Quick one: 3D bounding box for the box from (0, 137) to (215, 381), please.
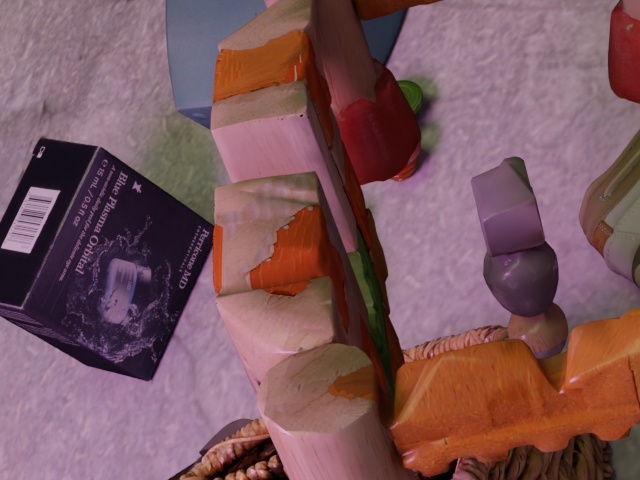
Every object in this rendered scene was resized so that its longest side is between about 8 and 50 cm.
[{"bbox_3d":[-0.196,0.017,1.423,0.093,0.158,0.156,9,70,45],"label":"box"}]

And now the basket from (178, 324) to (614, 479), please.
[{"bbox_3d":[0.023,0.165,1.089,0.299,0.223,0.213,-25,49,28],"label":"basket"}]

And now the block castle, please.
[{"bbox_3d":[0.116,0.001,0.889,0.303,0.213,0.453,-13,39,8],"label":"block castle"}]

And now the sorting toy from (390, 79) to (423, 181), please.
[{"bbox_3d":[0.059,-0.085,1.362,0.061,0.042,0.102,-9,44,19],"label":"sorting toy"}]

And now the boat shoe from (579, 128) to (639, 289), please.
[{"bbox_3d":[0.288,-0.102,1.113,0.302,0.113,0.103,-52,48,3],"label":"boat shoe"}]

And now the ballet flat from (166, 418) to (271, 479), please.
[{"bbox_3d":[-0.116,0.221,1.304,0.250,0.058,0.084,-38,53,23],"label":"ballet flat"}]

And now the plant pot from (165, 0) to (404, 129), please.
[{"bbox_3d":[-0.034,-0.206,1.432,0.165,0.165,0.234,-3,68,40],"label":"plant pot"}]
